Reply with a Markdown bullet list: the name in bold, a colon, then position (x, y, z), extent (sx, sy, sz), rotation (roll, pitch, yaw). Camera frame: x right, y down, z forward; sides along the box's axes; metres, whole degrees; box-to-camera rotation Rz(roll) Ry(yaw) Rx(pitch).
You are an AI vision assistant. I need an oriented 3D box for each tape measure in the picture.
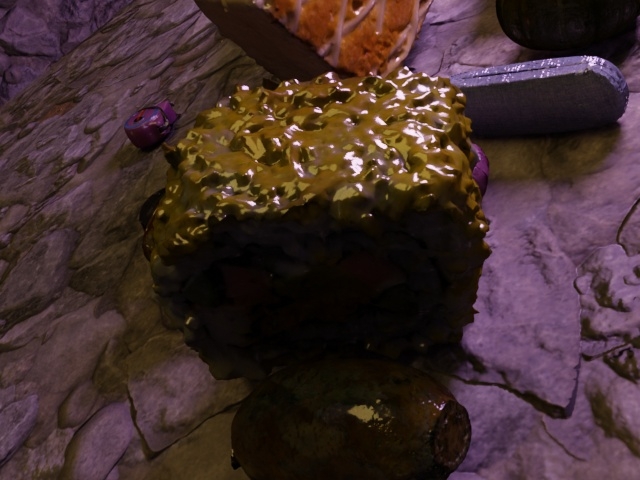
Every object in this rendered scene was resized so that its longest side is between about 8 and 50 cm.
- **tape measure**: position (-0.421, -0.285, 1.784), extent (0.125, 0.074, 0.118), rotation (-17, 35, 19)

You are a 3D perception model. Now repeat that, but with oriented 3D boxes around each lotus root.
- **lotus root**: position (0.024, 0.204, 0.786), extent (0.275, 0.152, 0.160), rotation (-10, 40, 33)

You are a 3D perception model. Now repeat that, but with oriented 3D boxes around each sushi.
- **sushi**: position (0.000, 0.000, 0.857), extent (0.397, 0.351, 0.240), rotation (-7, 50, 5)

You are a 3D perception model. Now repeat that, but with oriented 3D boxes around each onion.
- **onion**: position (0.185, -0.087, 1.016), extent (0.115, 0.105, 0.115), rotation (-163, 90, -80)

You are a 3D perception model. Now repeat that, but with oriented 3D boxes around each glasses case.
- **glasses case**: position (0.297, -0.203, 1.040), extent (0.283, 0.109, 0.067), rotation (1, 52, 42)

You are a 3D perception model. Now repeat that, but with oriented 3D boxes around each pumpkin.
- **pumpkin**: position (0.388, -0.375, 1.116), extent (0.224, 0.157, 0.223), rotation (-16, 28, 9)

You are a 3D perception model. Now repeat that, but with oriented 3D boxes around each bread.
- **bread**: position (0.000, -0.490, 1.329), extent (0.279, 0.371, 0.389), rotation (8, 74, 51)

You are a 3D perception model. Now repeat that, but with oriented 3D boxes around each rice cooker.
- **rice cooker**: position (-0.269, -0.035, 1.347), extent (0.112, 0.106, 0.165), rotation (-47, 32, -12)

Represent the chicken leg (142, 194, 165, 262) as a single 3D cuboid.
- **chicken leg**: position (-0.147, -0.087, 1.187), extent (0.361, 0.140, 0.211), rotation (-44, 21, -12)
